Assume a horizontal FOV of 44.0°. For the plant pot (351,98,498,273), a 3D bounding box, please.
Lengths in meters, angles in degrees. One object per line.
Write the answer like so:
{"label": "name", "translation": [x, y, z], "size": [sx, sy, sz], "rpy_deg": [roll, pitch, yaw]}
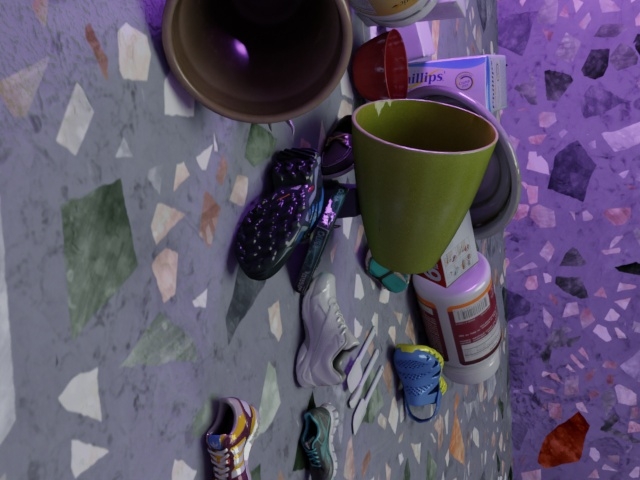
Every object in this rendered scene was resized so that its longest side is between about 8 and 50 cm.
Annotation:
{"label": "plant pot", "translation": [0.181, -0.093, 1.552], "size": [0.275, 0.275, 0.293], "rpy_deg": [-51, 152, -56]}

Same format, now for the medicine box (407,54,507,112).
{"label": "medicine box", "translation": [0.342, -0.408, 2.109], "size": [0.289, 0.264, 0.149], "rpy_deg": [-29, 116, -64]}

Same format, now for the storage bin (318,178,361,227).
{"label": "storage bin", "translation": [0.047, -0.075, 1.632], "size": [0.135, 0.091, 0.098], "rpy_deg": [-23, 111, -65]}

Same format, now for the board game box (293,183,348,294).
{"label": "board game box", "translation": [0.000, 0.000, 1.489], "size": [0.186, 0.026, 0.126], "rpy_deg": [111, 3, -46]}

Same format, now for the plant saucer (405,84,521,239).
{"label": "plant saucer", "translation": [0.334, -0.198, 1.921], "size": [0.100, 0.400, 0.400], "rpy_deg": [-33, 124, -34]}

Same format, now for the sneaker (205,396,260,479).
{"label": "sneaker", "translation": [-0.147, 0.334, 1.213], "size": [0.084, 0.070, 0.185], "rpy_deg": [41, 46, -50]}

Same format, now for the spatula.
{"label": "spatula", "translation": [0.109, 0.318, 1.869], "size": [0.242, 0.019, 0.168], "rpy_deg": [-53, 136, -55]}

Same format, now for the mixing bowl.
{"label": "mixing bowl", "translation": [0.131, -0.391, 1.821], "size": [0.181, 0.098, 0.181], "rpy_deg": [0, 90, -68]}

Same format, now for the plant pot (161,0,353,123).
{"label": "plant pot", "translation": [-0.086, -0.336, 1.167], "size": [0.229, 0.263, 0.263], "rpy_deg": [-91, 167, -55]}

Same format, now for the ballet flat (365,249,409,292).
{"label": "ballet flat", "translation": [0.152, 0.054, 1.920], "size": [0.077, 0.091, 0.241], "rpy_deg": [66, 4, 32]}

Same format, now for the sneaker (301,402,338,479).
{"label": "sneaker", "translation": [-0.010, 0.405, 1.553], "size": [0.076, 0.065, 0.166], "rpy_deg": [10, 77, -50]}

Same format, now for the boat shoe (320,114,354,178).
{"label": "boat shoe", "translation": [0.039, -0.194, 1.635], "size": [0.227, 0.081, 0.068], "rpy_deg": [-63, 143, -59]}

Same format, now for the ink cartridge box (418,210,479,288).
{"label": "ink cartridge box", "translation": [0.225, -0.075, 1.937], "size": [0.130, 0.272, 0.309], "rpy_deg": [-36, 128, -25]}

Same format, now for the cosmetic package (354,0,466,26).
{"label": "cosmetic package", "translation": [0.207, -0.546, 1.820], "size": [0.099, 0.239, 0.060], "rpy_deg": [13, 79, -67]}

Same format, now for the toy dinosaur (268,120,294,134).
{"label": "toy dinosaur", "translation": [-0.052, -0.290, 1.407], "size": [0.313, 0.121, 0.160], "rpy_deg": [-38, 136, -67]}

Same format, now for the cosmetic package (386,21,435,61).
{"label": "cosmetic package", "translation": [0.211, -0.567, 1.985], "size": [0.117, 0.086, 0.231], "rpy_deg": [-34, 113, -62]}

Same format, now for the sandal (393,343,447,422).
{"label": "sandal", "translation": [0.267, 0.385, 2.123], "size": [0.317, 0.126, 0.138], "rpy_deg": [61, 40, -46]}

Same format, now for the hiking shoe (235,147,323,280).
{"label": "hiking shoe", "translation": [-0.050, -0.029, 1.372], "size": [0.304, 0.113, 0.132], "rpy_deg": [-66, 149, -41]}

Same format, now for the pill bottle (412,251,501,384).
{"label": "pill bottle", "translation": [0.413, 0.229, 2.330], "size": [0.224, 0.224, 0.392], "rpy_deg": [-66, 148, -44]}

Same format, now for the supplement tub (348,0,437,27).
{"label": "supplement tub", "translation": [0.123, -0.599, 1.635], "size": [0.316, 0.228, 0.228], "rpy_deg": [30, 63, -64]}

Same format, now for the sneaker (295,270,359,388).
{"label": "sneaker", "translation": [0.025, 0.175, 1.543], "size": [0.090, 0.115, 0.232], "rpy_deg": [26, 66, -65]}
